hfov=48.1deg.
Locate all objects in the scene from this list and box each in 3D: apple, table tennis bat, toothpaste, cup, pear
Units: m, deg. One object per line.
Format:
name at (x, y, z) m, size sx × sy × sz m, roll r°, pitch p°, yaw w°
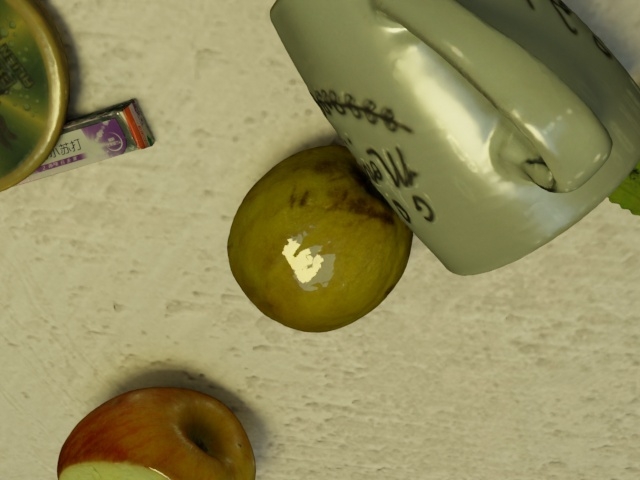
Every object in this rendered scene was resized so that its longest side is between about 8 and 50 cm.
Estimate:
apple at (-0.169, 0.242, 0.758) m, size 0.195 × 0.160 × 0.173 m, roll 44°, pitch 108°, yaw -9°
table tennis bat at (-0.358, -0.108, 0.620) m, size 0.320 × 0.050 × 0.198 m, roll -29°, pitch 101°, yaw 13°
toothpaste at (-0.249, -0.077, 0.651) m, size 0.196 × 0.040 × 0.047 m, roll -13°, pitch 116°, yaw 14°
cup at (0.092, -0.111, 0.476) m, size 0.186 × 0.258 × 0.234 m, roll -43°, pitch 102°, yaw 5°
pear at (0.000, 0.000, 0.610) m, size 0.149 × 0.149 × 0.162 m, roll 37°, pitch 113°, yaw -15°

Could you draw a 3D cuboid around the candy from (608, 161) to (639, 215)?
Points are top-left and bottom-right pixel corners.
candy at (0.312, -0.119, 0.553) m, size 0.149 × 0.069 × 0.246 m, roll 22°, pitch 116°, yaw -13°
